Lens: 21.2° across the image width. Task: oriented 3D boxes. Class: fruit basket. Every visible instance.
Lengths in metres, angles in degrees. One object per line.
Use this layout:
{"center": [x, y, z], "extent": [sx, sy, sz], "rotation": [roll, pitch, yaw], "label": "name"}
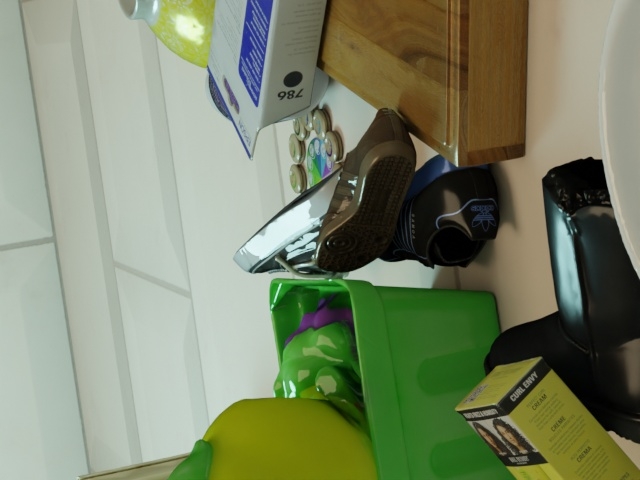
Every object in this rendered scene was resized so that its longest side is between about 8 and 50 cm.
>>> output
{"center": [0.001, 0.219, 1.624], "extent": [0.283, 0.392, 0.392], "rotation": [178, 82, -70], "label": "fruit basket"}

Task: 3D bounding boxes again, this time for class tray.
{"center": [0.070, -0.232, 1.642], "extent": [0.411, 0.076, 0.202], "rotation": [-138, 42, -59], "label": "tray"}

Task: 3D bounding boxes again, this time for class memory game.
{"center": [-0.003, -0.071, 2.009], "extent": [0.186, 0.012, 0.186], "rotation": [170, 90, -70], "label": "memory game"}

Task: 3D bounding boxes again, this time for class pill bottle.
{"center": [-0.070, -0.188, 1.995], "extent": [0.193, 0.108, 0.108], "rotation": [179, 82, -70], "label": "pill bottle"}

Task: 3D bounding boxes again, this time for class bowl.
{"center": [-0.171, -0.340, 2.130], "extent": [0.289, 0.156, 0.289], "rotation": [169, 90, -70], "label": "bowl"}

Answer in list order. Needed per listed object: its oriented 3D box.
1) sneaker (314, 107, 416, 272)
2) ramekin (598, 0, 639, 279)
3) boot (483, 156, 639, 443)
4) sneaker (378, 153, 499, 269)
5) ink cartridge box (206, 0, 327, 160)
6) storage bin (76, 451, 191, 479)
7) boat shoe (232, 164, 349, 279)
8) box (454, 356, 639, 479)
{"center": [0.044, -0.045, 1.624], "extent": [0.188, 0.066, 0.071], "rotation": [121, 153, -45], "label": "sneaker"}
{"center": [0.292, -0.063, 1.017], "extent": [0.277, 0.135, 0.277], "rotation": [169, 90, -70], "label": "ramekin"}
{"center": [0.208, 0.035, 1.352], "extent": [0.246, 0.094, 0.207], "rotation": [17, 119, 61], "label": "boot"}
{"center": [0.104, -0.007, 1.643], "extent": [0.232, 0.081, 0.090], "rotation": [131, 133, -64], "label": "sneaker"}
{"center": [-0.053, -0.258, 1.766], "extent": [0.332, 0.065, 0.165], "rotation": [103, 150, -45], "label": "ink cartridge box"}
{"center": [-0.174, 0.430, 2.359], "extent": [0.123, 0.262, 0.260], "rotation": [171, 89, -68], "label": "storage bin"}
{"center": [0.003, -0.003, 1.890], "extent": [0.105, 0.113, 0.306], "rotation": [50, 146, -4], "label": "boat shoe"}
{"center": [0.211, 0.196, 1.327], "extent": [0.232, 0.058, 0.087], "rotation": [49, 160, -7], "label": "box"}
